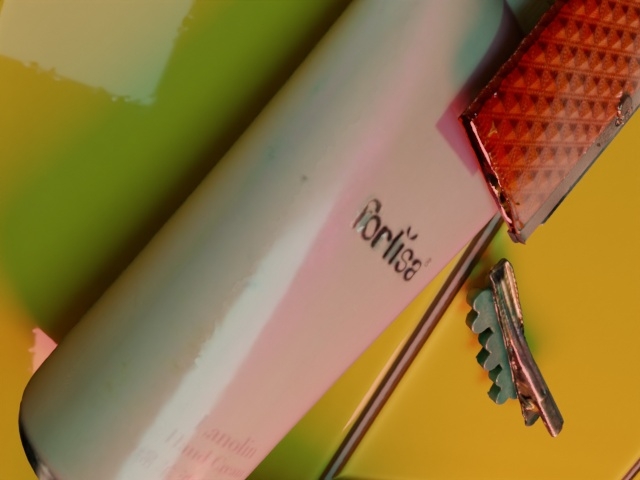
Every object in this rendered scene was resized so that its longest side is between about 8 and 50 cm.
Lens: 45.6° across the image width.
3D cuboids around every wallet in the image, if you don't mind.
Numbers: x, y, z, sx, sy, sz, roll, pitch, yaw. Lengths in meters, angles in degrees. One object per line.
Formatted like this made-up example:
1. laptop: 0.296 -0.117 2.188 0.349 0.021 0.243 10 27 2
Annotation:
1. wallet: 0.150 -0.099 0.412 0.196 0.020 0.103 -48 130 -14

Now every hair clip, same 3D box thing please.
1. hair clip: 0.136 0.081 0.551 0.049 0.049 0.172 -28 122 -4

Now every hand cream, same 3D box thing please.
1. hand cream: 0.000 0.000 0.405 0.358 0.118 0.185 -47 128 1
